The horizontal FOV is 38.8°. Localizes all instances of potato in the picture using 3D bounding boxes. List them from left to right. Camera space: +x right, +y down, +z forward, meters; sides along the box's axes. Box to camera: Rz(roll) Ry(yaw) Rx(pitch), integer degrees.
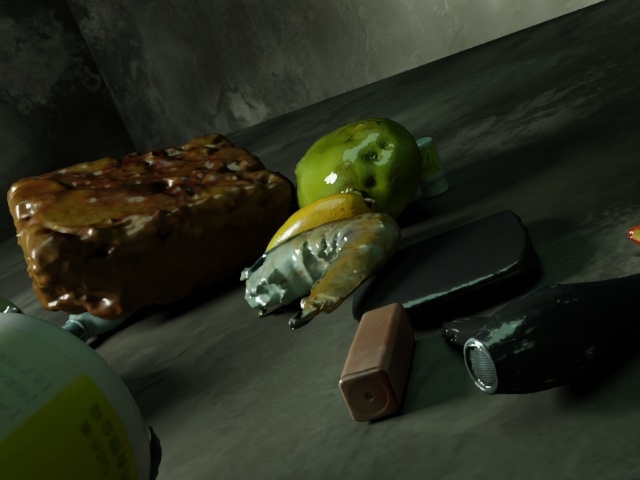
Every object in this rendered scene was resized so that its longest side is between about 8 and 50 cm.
[{"bbox_3d":[0.050,-0.094,1.307,0.253,0.148,0.186,-19,42,60],"label":"potato"}]

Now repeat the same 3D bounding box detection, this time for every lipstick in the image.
[{"bbox_3d":[0.053,0.105,0.804,0.045,0.045,0.145,-20,13,17],"label":"lipstick"}]

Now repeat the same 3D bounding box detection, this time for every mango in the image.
[{"bbox_3d":[0.000,0.000,1.177,0.187,0.101,0.066,-29,27,20],"label":"mango"}]

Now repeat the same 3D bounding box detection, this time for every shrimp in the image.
[{"bbox_3d":[0.012,0.032,1.032,0.185,0.068,0.287,-37,16,-10],"label":"shrimp"}]

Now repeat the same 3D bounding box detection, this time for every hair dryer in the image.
[{"bbox_3d":[0.168,0.068,0.752,0.195,0.075,0.219,-18,3,-23],"label":"hair dryer"}]

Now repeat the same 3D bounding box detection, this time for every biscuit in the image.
[{"bbox_3d":[-0.265,-0.028,1.412,0.395,0.166,0.342,-16,28,-19],"label":"biscuit"}]

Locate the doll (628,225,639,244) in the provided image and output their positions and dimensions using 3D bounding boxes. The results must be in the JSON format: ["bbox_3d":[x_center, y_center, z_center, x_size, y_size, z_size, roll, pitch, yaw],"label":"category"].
[{"bbox_3d":[0.339,-0.008,0.751,0.109,0.057,0.169,-39,28,5],"label":"doll"}]

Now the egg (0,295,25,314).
[{"bbox_3d":[-0.431,0.158,1.040,0.269,0.219,0.219,-15,15,45],"label":"egg"}]

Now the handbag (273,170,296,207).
[{"bbox_3d":[-0.156,-0.062,1.733,0.223,0.080,0.247,-17,12,-5],"label":"handbag"}]

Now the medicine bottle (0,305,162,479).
[{"bbox_3d":[-0.289,0.215,0.592,0.213,0.214,0.379,-16,16,29],"label":"medicine bottle"}]

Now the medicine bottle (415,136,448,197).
[{"bbox_3d":[0.159,-0.110,1.362,0.047,0.083,0.047,-22,13,5],"label":"medicine bottle"}]

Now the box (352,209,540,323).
[{"bbox_3d":[0.129,0.030,0.968,0.201,0.042,0.212,-22,13,6],"label":"box"}]

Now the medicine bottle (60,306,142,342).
[{"bbox_3d":[-0.335,0.109,1.401,0.090,0.054,0.208,-9,19,30],"label":"medicine bottle"}]
